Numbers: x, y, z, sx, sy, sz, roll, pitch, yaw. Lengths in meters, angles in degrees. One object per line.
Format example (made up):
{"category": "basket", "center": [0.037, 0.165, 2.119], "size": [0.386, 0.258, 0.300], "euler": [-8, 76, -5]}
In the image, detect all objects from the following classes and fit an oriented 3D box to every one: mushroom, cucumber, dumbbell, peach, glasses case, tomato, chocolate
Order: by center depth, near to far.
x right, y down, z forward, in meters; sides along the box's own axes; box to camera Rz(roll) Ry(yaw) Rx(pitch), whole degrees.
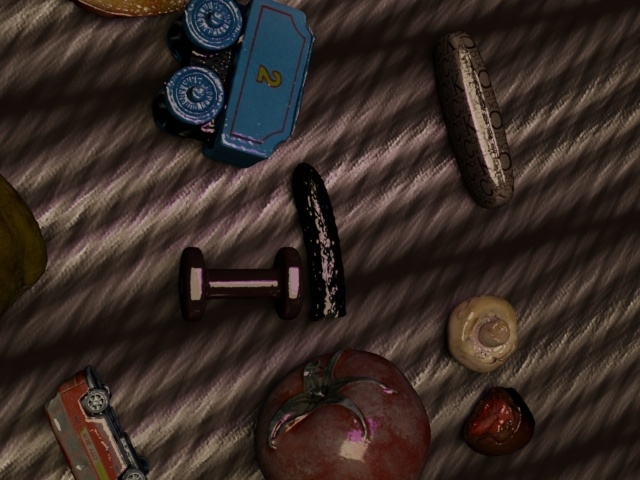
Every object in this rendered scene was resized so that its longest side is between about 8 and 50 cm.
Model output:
{"category": "tomato", "center": [0.038, 0.346, 1.861], "size": [0.316, 0.316, 0.282], "euler": [-34, 120, -14]}
{"category": "peach", "center": [-0.378, -0.485, 1.920], "size": [0.279, 0.068, 0.189], "euler": [29, 70, -8]}
{"category": "dumbbell", "center": [-0.147, 0.080, 1.921], "size": [0.225, 0.124, 0.140], "euler": [-1, 87, -14]}
{"category": "cucumber", "center": [0.000, 0.000, 1.990], "size": [0.081, 0.072, 0.303], "euler": [-6, 88, -14]}
{"category": "mushroom", "center": [0.320, 0.182, 2.040], "size": [0.154, 0.122, 0.154], "euler": [0, 89, -22]}
{"category": "chocolate", "center": [0.344, 0.361, 2.041], "size": [0.133, 0.124, 0.127], "euler": [-30, 97, 18]}
{"category": "glasses case", "center": [0.299, -0.235, 2.045], "size": [0.085, 0.137, 0.355], "euler": [-17, 92, -14]}

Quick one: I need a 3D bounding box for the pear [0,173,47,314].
{"category": "pear", "center": [-0.660, -0.001, 1.687], "size": [0.413, 0.352, 0.352], "euler": [29, 80, -8]}

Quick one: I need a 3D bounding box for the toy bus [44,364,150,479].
{"category": "toy bus", "center": [-0.395, 0.360, 1.850], "size": [0.120, 0.121, 0.265], "euler": [-25, 94, -5]}

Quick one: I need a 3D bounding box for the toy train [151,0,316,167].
{"category": "toy train", "center": [-0.157, -0.304, 1.914], "size": [0.265, 0.188, 0.300], "euler": [15, 81, -18]}
